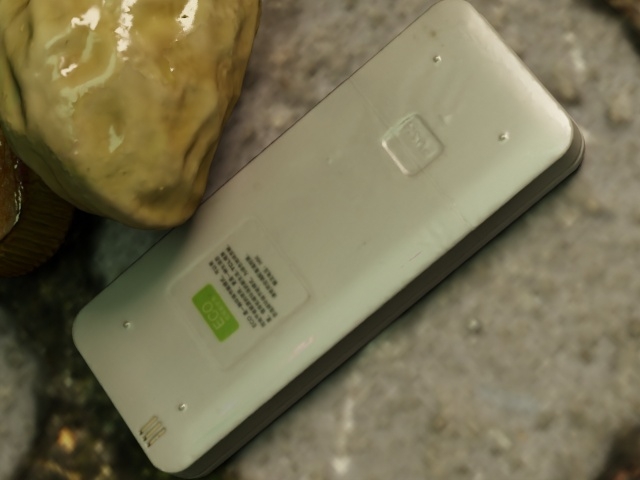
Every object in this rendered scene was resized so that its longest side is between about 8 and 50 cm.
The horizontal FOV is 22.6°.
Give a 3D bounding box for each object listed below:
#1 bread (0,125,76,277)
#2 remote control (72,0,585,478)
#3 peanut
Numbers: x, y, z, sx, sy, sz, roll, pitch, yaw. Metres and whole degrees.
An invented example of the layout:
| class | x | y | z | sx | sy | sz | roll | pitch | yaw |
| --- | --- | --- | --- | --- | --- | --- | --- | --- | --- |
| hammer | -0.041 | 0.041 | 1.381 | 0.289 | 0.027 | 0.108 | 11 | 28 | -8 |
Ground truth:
| class | x | y | z | sx | sy | sz | roll | pitch | yaw |
| --- | --- | --- | --- | --- | --- | --- | --- | --- | --- |
| bread | -0.159 | -0.023 | 0.805 | 0.085 | 0.053 | 0.085 | -8 | 74 | 32 |
| remote control | 0.000 | 0.000 | 0.747 | 0.250 | 0.034 | 0.103 | -41 | 66 | 7 |
| peanut | -0.113 | -0.153 | 0.765 | 0.140 | 0.153 | 0.325 | -25 | 63 | 19 |
